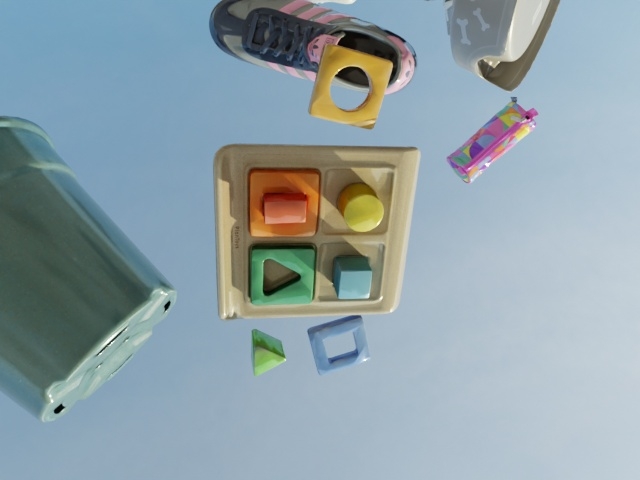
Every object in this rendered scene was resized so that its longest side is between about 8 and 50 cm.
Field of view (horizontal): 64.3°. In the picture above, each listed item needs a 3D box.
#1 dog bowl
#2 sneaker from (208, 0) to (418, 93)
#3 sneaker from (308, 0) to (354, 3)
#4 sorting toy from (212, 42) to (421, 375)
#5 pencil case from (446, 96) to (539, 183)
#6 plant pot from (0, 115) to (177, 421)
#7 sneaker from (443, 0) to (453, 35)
[{"bbox_3d":[0.318,-0.424,0.819,0.102,0.349,0.349,25,-118,24],"label":"dog bowl"},{"bbox_3d":[-0.015,-0.284,0.723,0.319,0.112,0.131,12,-159,2],"label":"sneaker"},{"bbox_3d":[-0.029,-0.665,1.329,0.292,0.118,0.110,26,-120,17],"label":"sneaker"},{"bbox_3d":[0.000,0.000,0.483,0.196,0.348,0.047,-3,-155,-13],"label":"sorting toy"},{"bbox_3d":[0.438,-0.253,1.309,0.236,0.104,0.104,-43,-102,9],"label":"pencil case"},{"bbox_3d":[-0.420,0.058,0.753,0.334,0.341,0.341,42,-115,1],"label":"plant pot"},{"bbox_3d":[0.418,-0.540,1.249,0.228,0.132,0.086,8,-145,28],"label":"sneaker"}]
